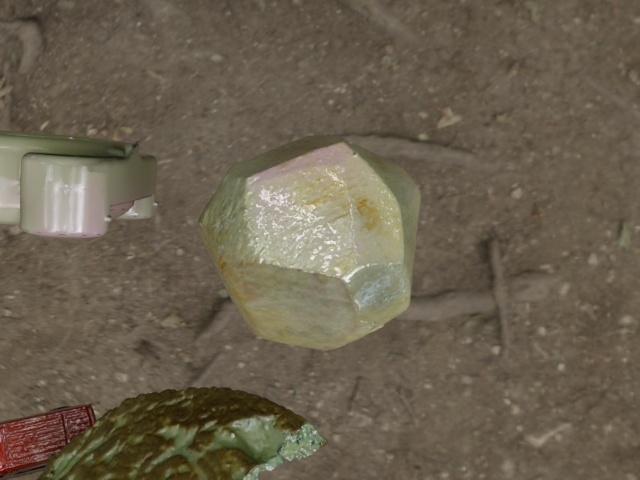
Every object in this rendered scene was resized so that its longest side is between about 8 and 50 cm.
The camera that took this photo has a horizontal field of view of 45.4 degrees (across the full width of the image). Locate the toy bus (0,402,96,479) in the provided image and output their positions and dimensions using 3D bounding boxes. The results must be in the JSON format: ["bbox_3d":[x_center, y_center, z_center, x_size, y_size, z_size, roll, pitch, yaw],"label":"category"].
[{"bbox_3d":[-0.390,0.267,0.998,0.195,0.089,0.081,-8,75,-24],"label":"toy bus"}]

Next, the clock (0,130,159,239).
[{"bbox_3d":[-0.376,-0.079,0.945,0.309,0.284,0.114,6,99,2],"label":"clock"}]

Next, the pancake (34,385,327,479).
[{"bbox_3d":[-0.177,0.272,0.905,0.054,0.376,0.197,71,11,-46],"label":"pancake"}]

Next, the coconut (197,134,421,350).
[{"bbox_3d":[0.000,0.000,0.810,0.236,0.197,0.237,1,70,-2],"label":"coconut"}]
